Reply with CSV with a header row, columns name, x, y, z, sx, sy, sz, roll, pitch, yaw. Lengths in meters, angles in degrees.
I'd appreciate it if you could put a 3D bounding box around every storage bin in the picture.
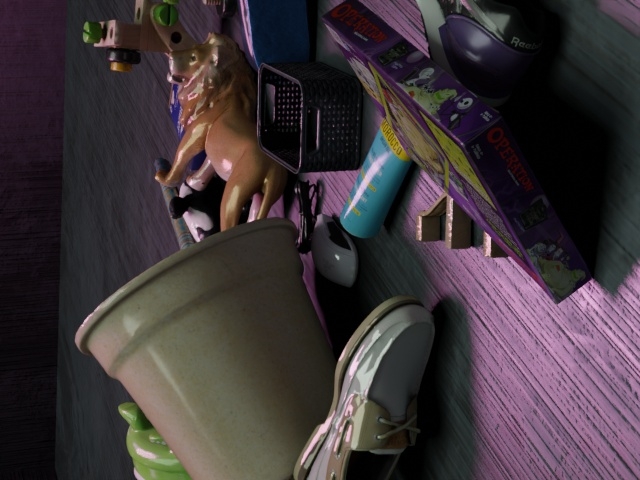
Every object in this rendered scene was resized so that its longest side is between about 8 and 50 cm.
name,x,y,z,sx,sy,sz,roll,pitch,yaw
storage bin,-0.017,-0.165,1.764,0.180,0.084,0.122,-141,49,-64

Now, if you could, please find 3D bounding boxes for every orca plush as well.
name,x,y,z,sx,sy,sz,roll,pitch,yaw
orca plush,-0.160,-0.033,2.154,0.102,0.151,0.287,-43,23,19

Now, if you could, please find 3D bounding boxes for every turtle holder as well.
name,x,y,z,sx,sy,sz,roll,pitch,yaw
turtle holder,-0.143,0.339,2.060,0.320,0.243,0.227,0,114,31

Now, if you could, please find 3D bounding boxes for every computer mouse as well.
name,x,y,z,sx,sy,sz,roll,pitch,yaw
computer mouse,0.000,0.000,1.809,0.193,0.042,0.106,-129,41,-58

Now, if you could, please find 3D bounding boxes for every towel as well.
name,x,y,z,sx,sy,sz,roll,pitch,yaw
towel,-0.203,0.066,2.273,0.271,0.040,0.370,78,172,-47

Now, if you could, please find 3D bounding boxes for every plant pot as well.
name,x,y,z,sx,sy,sz,roll,pitch,yaw
plant pot,-0.104,0.186,1.758,0.305,0.334,0.334,60,153,13

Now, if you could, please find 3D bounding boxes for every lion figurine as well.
name,x,y,z,sx,sy,sz,roll,pitch,yaw
lion figurine,-0.129,-0.132,2.031,0.240,0.142,0.392,-56,51,21

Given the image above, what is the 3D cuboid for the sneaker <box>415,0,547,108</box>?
name,x,y,z,sx,sy,sz,roll,pitch,yaw
sneaker,0.146,-0.276,1.302,0.124,0.107,0.283,-53,51,48

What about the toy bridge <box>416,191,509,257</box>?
name,x,y,z,sx,sy,sz,roll,pitch,yaw
toy bridge,0.148,-0.022,1.423,0.188,0.026,0.063,-163,73,-69

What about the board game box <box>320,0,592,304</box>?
name,x,y,z,sx,sy,sz,roll,pitch,yaw
board game box,0.123,-0.098,1.289,0.208,0.056,0.347,59,176,-34

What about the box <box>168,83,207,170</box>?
name,x,y,z,sx,sy,sz,roll,pitch,yaw
box,-0.229,-0.226,2.403,0.136,0.036,0.225,105,151,-42

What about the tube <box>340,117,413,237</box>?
name,x,y,z,sx,sy,sz,roll,pitch,yaw
tube,0.080,-0.091,1.578,0.080,0.052,0.207,58,142,32

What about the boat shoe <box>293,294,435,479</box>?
name,x,y,z,sx,sy,sz,roll,pitch,yaw
boat shoe,0.069,0.206,1.548,0.103,0.113,0.302,50,130,42

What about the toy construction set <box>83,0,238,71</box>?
name,x,y,z,sx,sy,sz,roll,pitch,yaw
toy construction set,-0.287,-0.410,2.228,0.309,0.237,0.257,-120,32,-51

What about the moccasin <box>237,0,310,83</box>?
name,x,y,z,sx,sy,sz,roll,pitch,yaw
moccasin,-0.082,-0.388,1.826,0.117,0.137,0.342,-129,40,-64
